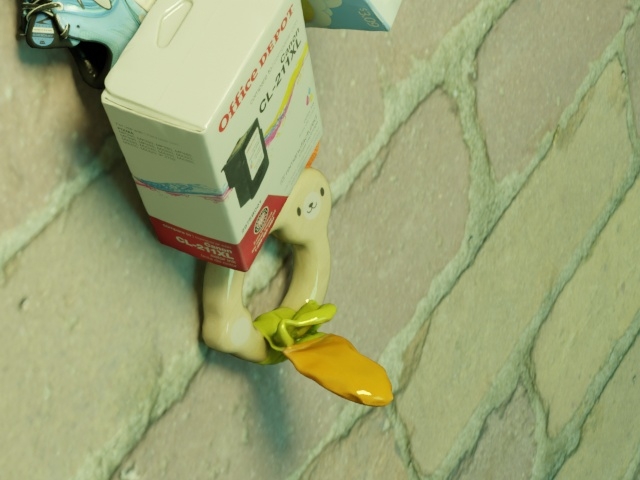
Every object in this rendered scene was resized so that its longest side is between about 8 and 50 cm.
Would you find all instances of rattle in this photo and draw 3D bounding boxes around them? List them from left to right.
[{"bbox_3d":[0.000,0.000,0.971,0.130,0.142,0.200,23,85,-36],"label":"rattle"}]

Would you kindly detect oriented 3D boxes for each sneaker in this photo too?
[{"bbox_3d":[-0.149,-0.147,0.783,0.073,0.063,0.162,-62,141,-19],"label":"sneaker"}]

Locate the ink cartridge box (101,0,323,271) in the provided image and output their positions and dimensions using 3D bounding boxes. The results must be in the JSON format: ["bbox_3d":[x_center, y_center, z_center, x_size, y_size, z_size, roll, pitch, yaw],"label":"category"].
[{"bbox_3d":[-0.063,-0.080,0.865,0.127,0.072,0.175,-62,162,-23],"label":"ink cartridge box"}]

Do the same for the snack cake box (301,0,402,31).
[{"bbox_3d":[-0.061,-0.234,0.807,0.264,0.152,0.089,43,64,-50],"label":"snack cake box"}]
